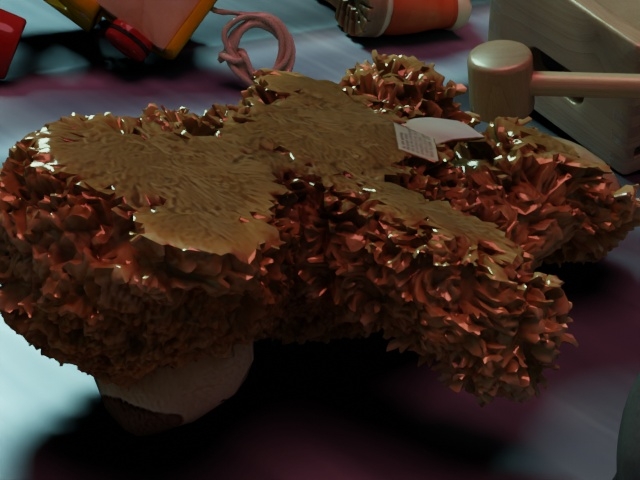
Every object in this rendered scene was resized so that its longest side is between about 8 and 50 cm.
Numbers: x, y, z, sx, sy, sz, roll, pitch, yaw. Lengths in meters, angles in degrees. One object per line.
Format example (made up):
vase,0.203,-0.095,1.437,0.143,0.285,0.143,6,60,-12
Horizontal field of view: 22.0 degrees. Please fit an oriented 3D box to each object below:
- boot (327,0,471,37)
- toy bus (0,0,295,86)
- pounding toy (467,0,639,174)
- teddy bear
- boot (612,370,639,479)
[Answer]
boot,0.040,-0.179,1.073,0.084,0.059,0.158,-3,38,-22
toy bus,-0.128,-0.174,0.969,0.191,0.202,0.104,-9,0,-12
pounding toy,0.162,-0.087,0.893,0.206,0.094,0.181,-21,42,-24
teddy bear,0.000,0.000,0.702,0.245,0.113,0.338,22,24,15
boot,0.218,0.076,0.451,0.338,0.223,0.118,28,35,35
